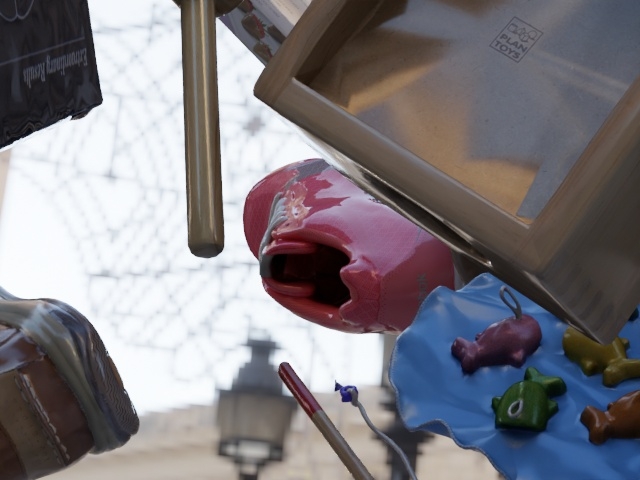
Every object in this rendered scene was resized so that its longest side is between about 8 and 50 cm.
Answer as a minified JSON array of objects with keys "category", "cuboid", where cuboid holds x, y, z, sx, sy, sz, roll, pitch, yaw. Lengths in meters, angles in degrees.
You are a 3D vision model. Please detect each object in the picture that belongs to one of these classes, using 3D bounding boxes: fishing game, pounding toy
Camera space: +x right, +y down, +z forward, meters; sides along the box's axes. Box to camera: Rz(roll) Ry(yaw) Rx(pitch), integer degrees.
[{"category":"fishing game","cuboid":[0.122,0.052,0.876,0.264,0.189,0.041,-16,-56,-16]},{"category":"pounding toy","cuboid":[0.031,-0.053,0.658,0.206,0.181,0.094,34,-2,30]}]

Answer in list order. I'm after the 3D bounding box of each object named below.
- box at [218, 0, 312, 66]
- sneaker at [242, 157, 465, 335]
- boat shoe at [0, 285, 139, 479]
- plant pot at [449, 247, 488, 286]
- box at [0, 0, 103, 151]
[{"category":"box","cuboid":[-0.062,-0.230,1.723,0.324,0.067,0.063,46,-31,14]},{"category":"sneaker","cuboid":[0.000,-0.001,1.422,0.136,0.116,0.314,-3,12,-30]},{"category":"boat shoe","cuboid":[-0.231,0.094,1.201,0.123,0.116,0.324,62,-24,-12]},{"category":"plant pot","cuboid":[0.177,-0.045,1.203,0.263,0.229,0.263,9,-60,15]},{"category":"box","cuboid":[-0.257,-0.226,0.875,0.212,0.395,0.293,-6,9,8]}]
